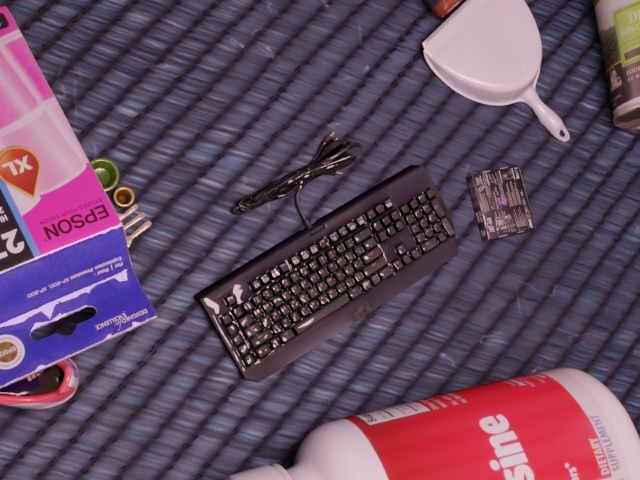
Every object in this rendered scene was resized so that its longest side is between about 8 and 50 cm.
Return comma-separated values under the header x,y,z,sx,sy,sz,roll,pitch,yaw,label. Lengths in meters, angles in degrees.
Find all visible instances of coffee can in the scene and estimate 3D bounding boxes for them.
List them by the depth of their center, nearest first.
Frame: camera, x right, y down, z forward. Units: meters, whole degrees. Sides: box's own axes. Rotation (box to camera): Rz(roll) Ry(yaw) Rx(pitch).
x,y,z,sx,sy,sz,roll,pitch,yaw,label
0.439,-0.295,1.389,0.201,0.201,0.275,-6,82,-19,coffee can

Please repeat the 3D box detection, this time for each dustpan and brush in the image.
x,y,z,sx,sy,sz,roll,pitch,yaw,label
0.239,-0.204,1.391,0.147,0.060,0.211,-44,89,-9,dustpan and brush

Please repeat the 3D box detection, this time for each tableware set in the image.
x,y,z,sx,sy,sz,roll,pitch,yaw,label
-0.263,-0.015,1.204,0.154,0.024,0.104,-38,93,-20,tableware set

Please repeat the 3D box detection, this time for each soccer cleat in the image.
x,y,z,sx,sy,sz,roll,pitch,yaw,label
-0.363,0.125,1.108,0.248,0.095,0.083,8,78,-17,soccer cleat

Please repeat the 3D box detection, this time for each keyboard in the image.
x,y,z,sx,sy,sz,roll,pitch,yaw,label
0.000,0.000,1.284,0.317,0.033,0.201,-32,91,-21,keyboard

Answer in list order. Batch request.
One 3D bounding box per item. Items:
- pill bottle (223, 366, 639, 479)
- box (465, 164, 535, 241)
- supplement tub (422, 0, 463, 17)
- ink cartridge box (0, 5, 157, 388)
x,y,z,sx,sy,sz,roll,pitch,yaw,label
0.115,0.280,1.165,0.408,0.229,0.229,-11,84,-19,pill bottle
0.219,-0.045,1.369,0.067,0.018,0.083,-13,84,-20,box
0.116,-0.370,1.348,0.198,0.106,0.106,46,70,-6,supplement tub
-0.320,-0.053,1.124,0.176,0.069,0.371,-24,75,-21,ink cartridge box
